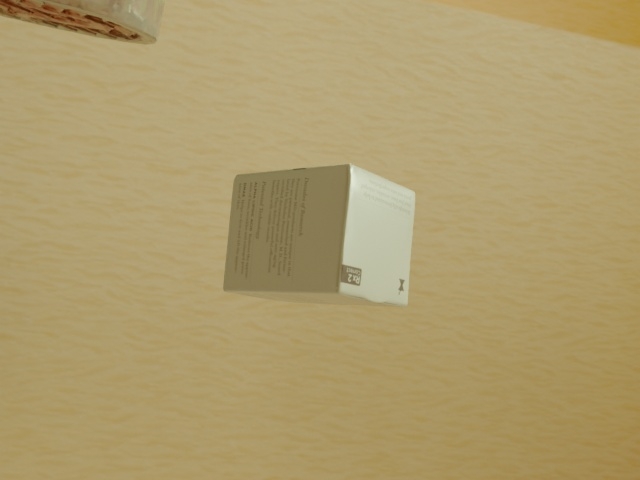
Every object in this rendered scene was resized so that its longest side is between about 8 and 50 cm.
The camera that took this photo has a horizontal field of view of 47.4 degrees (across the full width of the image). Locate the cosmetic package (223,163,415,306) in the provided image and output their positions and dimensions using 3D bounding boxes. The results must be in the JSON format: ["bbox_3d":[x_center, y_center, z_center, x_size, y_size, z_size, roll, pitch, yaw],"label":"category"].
[{"bbox_3d":[0.000,0.000,0.906,0.184,0.151,0.151,-2,-100,37],"label":"cosmetic package"}]

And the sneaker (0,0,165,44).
[{"bbox_3d":[-0.221,-0.202,0.399,0.108,0.302,0.121,-120,-135,-87],"label":"sneaker"}]
